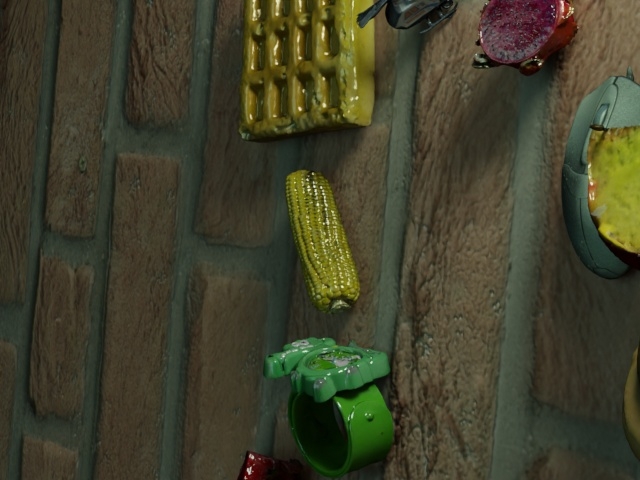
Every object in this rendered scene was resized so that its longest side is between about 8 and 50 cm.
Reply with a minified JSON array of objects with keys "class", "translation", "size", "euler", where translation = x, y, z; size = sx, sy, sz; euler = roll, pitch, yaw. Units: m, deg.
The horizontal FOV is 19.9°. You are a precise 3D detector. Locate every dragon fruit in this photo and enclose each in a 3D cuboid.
[{"class":"dragon fruit","translation":[0.238,-0.238,2.044],"size":[0.112,0.068,0.126],"euler":[16,86,37]},{"class":"dragon fruit","translation":[-0.064,0.326,2.386],"size":[0.147,0.096,0.102],"euler":[118,160,-77]}]

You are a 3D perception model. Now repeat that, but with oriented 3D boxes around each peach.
[{"class":"peach","translation":[0.384,-0.035,1.742],"size":[0.267,0.154,0.159],"euler":[-8,72,54]}]

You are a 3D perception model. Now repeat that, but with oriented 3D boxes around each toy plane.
[{"class":"toy plane","translation":[0.136,-0.308,2.178],"size":[0.197,0.078,0.053],"euler":[-36,55,29]}]

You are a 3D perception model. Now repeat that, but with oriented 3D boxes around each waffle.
[{"class":"waffle","translation":[-0.018,-0.247,2.396],"size":[0.248,0.055,0.221],"euler":[-4,84,53]}]

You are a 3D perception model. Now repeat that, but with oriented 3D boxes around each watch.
[{"class":"watch","translation":[0.018,0.208,2.270],"size":[0.165,0.131,0.152],"euler":[12,115,49]}]

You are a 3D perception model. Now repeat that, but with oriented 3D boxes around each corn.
[{"class":"corn","translation":[0.000,0.000,2.337],"size":[0.072,0.072,0.203],"euler":[-43,53,43]}]

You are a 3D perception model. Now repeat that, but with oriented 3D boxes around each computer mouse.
[{"class":"computer mouse","translation":[0.303,-0.073,1.932],"size":[0.113,0.068,0.229],"euler":[3,89,52]}]

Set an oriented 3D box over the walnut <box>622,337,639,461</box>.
[{"class":"walnut","translation":[0.402,0.138,1.601],"size":[0.285,0.285,0.296],"euler":[49,158,44]}]
